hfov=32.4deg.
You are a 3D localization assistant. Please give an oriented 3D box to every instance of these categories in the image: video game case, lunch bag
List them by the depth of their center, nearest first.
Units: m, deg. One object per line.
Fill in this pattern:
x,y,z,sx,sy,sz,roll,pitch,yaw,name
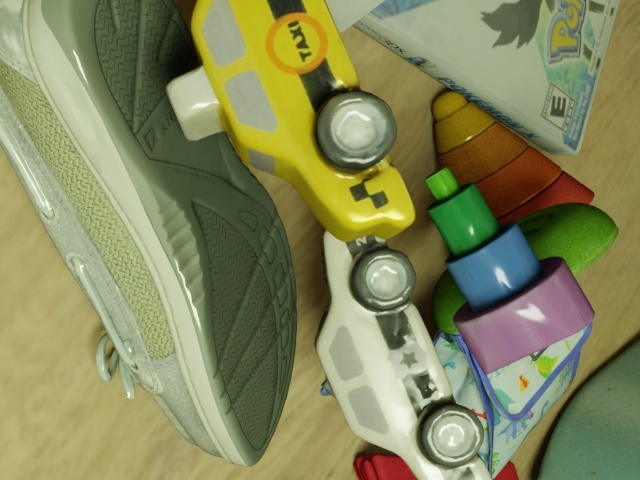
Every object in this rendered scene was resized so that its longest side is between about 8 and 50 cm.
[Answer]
0.134,0.083,0.822,0.129,0.096,0.151,-41,142,-34,lunch bag
0.155,-0.267,0.843,0.300,0.036,0.329,23,81,-44,video game case

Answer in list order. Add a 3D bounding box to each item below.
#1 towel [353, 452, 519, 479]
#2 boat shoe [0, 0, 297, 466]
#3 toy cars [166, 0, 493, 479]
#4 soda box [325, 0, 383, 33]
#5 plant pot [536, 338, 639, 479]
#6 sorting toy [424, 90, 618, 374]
0.127,0.285,0.811,0.199,0.031,0.275,14,49,-46,towel
-0.097,-0.004,0.610,0.118,0.103,0.320,-63,142,-43,boat shoe
0.000,0.000,0.584,0.087,0.176,0.393,-23,128,-3,toy cars
0.062,-0.228,0.673,0.286,0.098,0.091,-39,111,-22,soda box
0.330,0.250,0.979,0.252,0.248,0.247,-21,112,-32,plant pot
0.103,-0.030,0.708,0.126,0.127,0.365,59,14,-5,sorting toy
